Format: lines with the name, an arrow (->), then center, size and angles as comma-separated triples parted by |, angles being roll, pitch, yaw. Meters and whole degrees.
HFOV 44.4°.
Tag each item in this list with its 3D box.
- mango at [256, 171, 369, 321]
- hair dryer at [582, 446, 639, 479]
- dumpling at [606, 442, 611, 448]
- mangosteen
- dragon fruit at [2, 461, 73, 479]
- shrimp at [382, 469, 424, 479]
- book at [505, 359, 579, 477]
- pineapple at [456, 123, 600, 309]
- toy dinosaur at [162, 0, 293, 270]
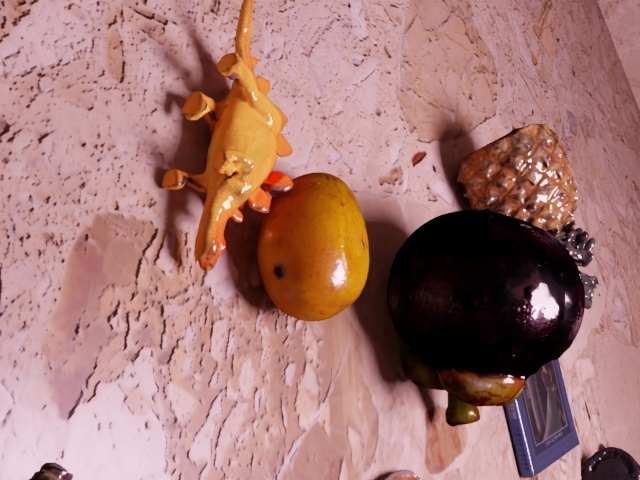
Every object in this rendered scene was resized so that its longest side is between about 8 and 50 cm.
mango -> -0.004, -0.002, 0.722 | 0.115, 0.089, 0.164 | 40, 43, -40
hair dryer -> 0.467, 0.475, 1.206 | 0.197, 0.089, 0.251 | 46, 52, -37
dumpling -> 0.491, 0.366, 1.305 | 0.077, 0.043, 0.059 | 22, 40, -31
mangosteen -> 0.170, 0.091, 0.855 | 0.211, 0.211, 0.249 | -7, 113, -55
dragon fruit -> -0.110, 0.260, 0.281 | 0.329, 0.329, 0.329 | 27, 55, -47
shrimp -> 0.125, 0.311, 0.801 | 0.317, 0.062, 0.164 | 10, 61, -54
book -> 0.301, 0.183, 1.127 | 0.191, 0.025, 0.269 | -1, 77, -55
pineapple -> 0.304, -0.019, 1.083 | 0.158, 0.158, 0.278 | -25, 89, -55
toy dinosaur -> -0.065, -0.099, 0.699 | 0.117, 0.071, 0.288 | 44, 47, -51
